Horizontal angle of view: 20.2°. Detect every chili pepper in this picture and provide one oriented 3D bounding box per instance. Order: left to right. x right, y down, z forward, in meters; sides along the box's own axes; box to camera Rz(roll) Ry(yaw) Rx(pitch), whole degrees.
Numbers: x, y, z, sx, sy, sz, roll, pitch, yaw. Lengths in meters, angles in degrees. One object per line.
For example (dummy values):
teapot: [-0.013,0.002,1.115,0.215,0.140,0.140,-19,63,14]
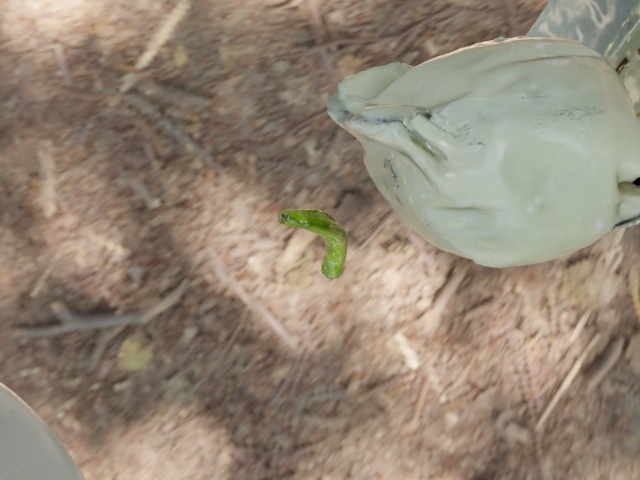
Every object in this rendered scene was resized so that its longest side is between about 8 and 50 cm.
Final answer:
chili pepper: [0.000,0.001,0.993,0.030,0.083,0.017,-32,61,-3]

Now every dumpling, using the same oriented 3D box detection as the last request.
dumpling: [0.092,-0.053,0.928,0.199,0.136,0.118,12,109,-28]

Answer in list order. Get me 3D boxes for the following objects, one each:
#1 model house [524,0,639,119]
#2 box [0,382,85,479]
model house: [0.336,-0.195,1.513,0.169,0.244,0.326,58,137,25]
box: [-0.209,0.131,0.680,0.262,0.206,0.291,8,109,27]
